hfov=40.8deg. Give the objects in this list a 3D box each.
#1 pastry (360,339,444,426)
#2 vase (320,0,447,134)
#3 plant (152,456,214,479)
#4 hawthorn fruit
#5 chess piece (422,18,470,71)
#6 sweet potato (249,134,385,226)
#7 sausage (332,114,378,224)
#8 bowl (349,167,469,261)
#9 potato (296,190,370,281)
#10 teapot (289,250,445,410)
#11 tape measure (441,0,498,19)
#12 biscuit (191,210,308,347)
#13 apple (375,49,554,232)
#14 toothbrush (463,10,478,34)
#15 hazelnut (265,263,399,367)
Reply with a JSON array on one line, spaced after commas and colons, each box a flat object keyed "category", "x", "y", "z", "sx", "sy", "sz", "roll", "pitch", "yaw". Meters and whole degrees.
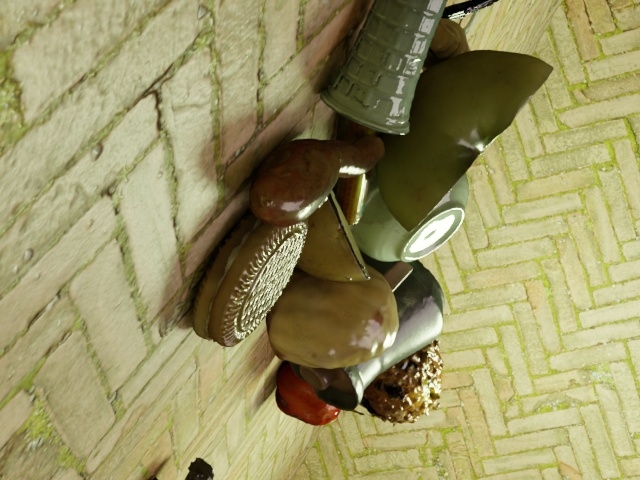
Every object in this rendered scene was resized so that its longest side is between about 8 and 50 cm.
[{"category": "pastry", "x": 0.169, "y": 0.317, "z": 2.374, "sx": 0.292, "sy": 0.405, "sz": 0.337, "roll": -35, "pitch": 162, "yaw": -22}, {"category": "vase", "x": 0.117, "y": -0.312, "z": 1.202, "sx": 0.143, "sy": 0.143, "sz": 0.298, "roll": -36, "pitch": 151, "yaw": -63}, {"category": "plant", "x": -0.268, "y": 0.503, "z": 1.609, "sx": 0.203, "sy": 0.131, "sz": 0.142, "roll": -41, "pitch": 159, "yaw": -31}, {"category": "hawthorn fruit", "x": 0.005, "y": 0.395, "z": 2.225, "sx": 0.207, "sy": 0.243, "sz": 0.207, "roll": -57, "pitch": 171, "yaw": -14}, {"category": "chess piece", "x": 0.250, "y": -0.360, "z": 1.700, "sx": 0.117, "sy": 0.117, "sz": 0.397, "roll": -60, "pitch": 167, "yaw": 4}, {"category": "sweet potato", "x": -0.012, "y": -0.100, "z": 1.245, "sx": 0.109, "sy": 0.109, "sz": 0.385, "roll": -65, "pitch": 168, "yaw": 26}, {"category": "sausage", "x": 0.059, "y": -0.148, "z": 1.508, "sx": 0.082, "sy": 0.082, "sz": 0.371, "roll": -54, "pitch": 167, "yaw": -25}, {"category": "bowl", "x": 0.194, "y": -0.068, "z": 1.838, "sx": 0.307, "sy": 0.163, "sz": 0.307, "roll": -29, "pitch": 155, "yaw": -15}, {"category": "potato", "x": 0.000, "y": 0.000, "z": 1.513, "sx": 0.117, "sy": 0.182, "sz": 0.202, "roll": -22, "pitch": 152, "yaw": 6}, {"category": "teapot", "x": 0.103, "y": 0.190, "z": 2.011, "sx": 0.362, "sy": 0.305, "sz": 0.376, "roll": -46, "pitch": 168, "yaw": -28}, {"category": "tape measure", "x": 0.363, "y": -0.551, "z": 1.652, "sx": 0.351, "sy": 0.215, "sz": 0.098, "roll": -15, "pitch": 167, "yaw": 4}, {"category": "biscuit", "x": -0.105, "y": 0.051, "z": 1.296, "sx": 0.259, "sy": 0.079, "sz": 0.259, "roll": -57, "pitch": 168, "yaw": -19}, {"category": "apple", "x": 0.257, "y": -0.178, "z": 1.552, "sx": 0.360, "sy": 0.320, "sz": 0.311, "roll": -35, "pitch": 121, "yaw": -81}, {"category": "toothbrush", "x": 0.314, "y": -0.449, "z": 1.937, "sx": 0.030, "sy": 0.030, "sz": 0.304, "roll": -49, "pitch": 165, "yaw": -42}, {"category": "hazelnut", "x": 0.022, "y": 0.149, "z": 1.656, "sx": 0.261, "sy": 0.261, "sz": 0.241, "roll": -45, "pitch": 130, "yaw": -51}]
